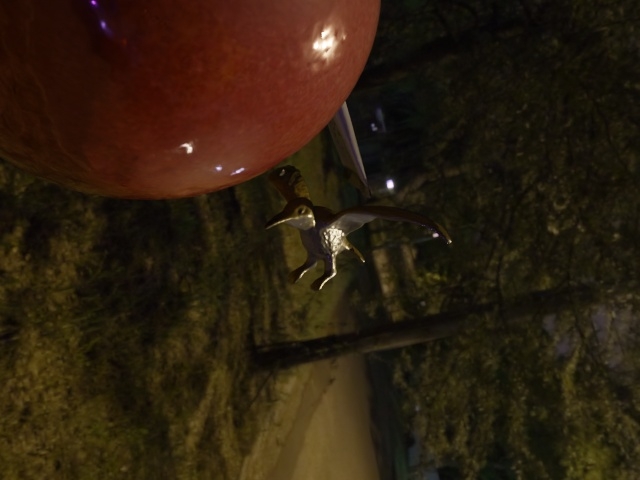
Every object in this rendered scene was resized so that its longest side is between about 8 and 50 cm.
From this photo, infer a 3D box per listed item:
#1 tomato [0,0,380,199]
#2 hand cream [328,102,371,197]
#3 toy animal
[{"bbox_3d":[-0.111,-0.175,0.427,0.321,0.321,0.322,-13,90,-84],"label":"tomato"},{"bbox_3d":[0.002,-0.223,0.878,0.121,0.076,0.336,-119,-171,-69],"label":"hand cream"},{"bbox_3d":[0.000,0.000,0.606,0.155,0.219,0.095,-28,129,-50],"label":"toy animal"}]
